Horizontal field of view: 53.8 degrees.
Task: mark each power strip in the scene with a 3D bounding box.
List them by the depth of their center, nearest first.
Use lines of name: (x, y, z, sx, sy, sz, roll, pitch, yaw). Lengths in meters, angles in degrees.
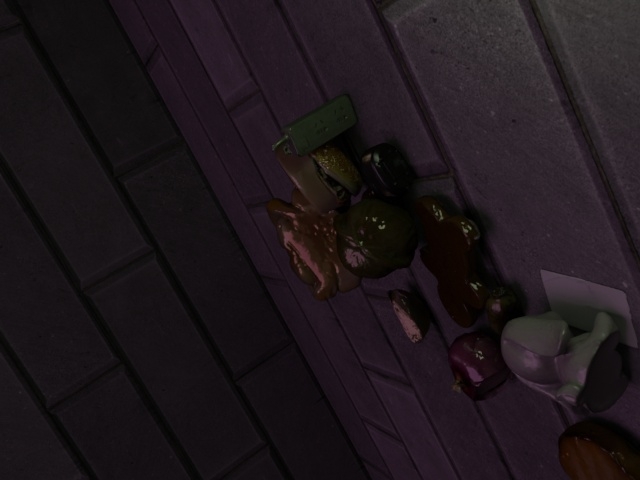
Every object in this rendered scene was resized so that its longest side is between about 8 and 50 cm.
power strip: (-0.020, -0.313, 1.777, 0.053, 0.288, 0.093, 13, 132, 52)

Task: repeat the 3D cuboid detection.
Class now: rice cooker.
rice cooker: (0.183, -0.188, 1.742, 0.165, 0.112, 0.106, 52, 154, -4)

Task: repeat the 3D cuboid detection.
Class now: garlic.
garlic: (0.302, 0.238, 2.094, 0.087, 0.101, 0.196, -33, 82, 38)

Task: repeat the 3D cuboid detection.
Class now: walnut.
walnut: (0.160, -0.012, 1.826, 0.283, 0.282, 0.228, 44, 115, 33)

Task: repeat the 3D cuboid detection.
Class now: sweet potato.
sweet potato: (0.161, -0.133, 1.940, 0.074, 0.074, 0.270, 41, 144, 38)

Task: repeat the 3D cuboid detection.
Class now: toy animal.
toy animal: (0.532, 0.261, 1.444, 0.265, 0.206, 0.272, 25, 147, 49)

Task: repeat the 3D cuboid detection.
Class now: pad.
pad: (0.601, 0.151, 1.423, 0.232, 0.004, 0.157, 20, 137, 59)

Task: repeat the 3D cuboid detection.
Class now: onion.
onion: (0.454, 0.357, 1.834, 0.207, 0.201, 0.200, 33, -177, -46)

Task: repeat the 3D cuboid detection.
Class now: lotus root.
lotus root: (0.478, 0.187, 1.637, 0.081, 0.089, 0.179, -100, -9, -47)

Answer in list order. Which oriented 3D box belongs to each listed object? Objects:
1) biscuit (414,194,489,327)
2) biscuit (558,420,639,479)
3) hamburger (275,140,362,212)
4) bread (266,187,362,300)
biscuit: (0.373, 0.070, 1.745, 0.283, 0.064, 0.432, 44, 158, 51)
biscuit: (0.739, 0.591, 1.599, 0.296, 0.101, 0.296, 51, 160, 27)
hamburger: (-0.002, -0.225, 1.942, 0.302, 0.170, 0.302, 49, -170, -12)
bread: (-0.008, 0.006, 2.269, 0.424, 0.245, 0.329, 64, 159, -4)
